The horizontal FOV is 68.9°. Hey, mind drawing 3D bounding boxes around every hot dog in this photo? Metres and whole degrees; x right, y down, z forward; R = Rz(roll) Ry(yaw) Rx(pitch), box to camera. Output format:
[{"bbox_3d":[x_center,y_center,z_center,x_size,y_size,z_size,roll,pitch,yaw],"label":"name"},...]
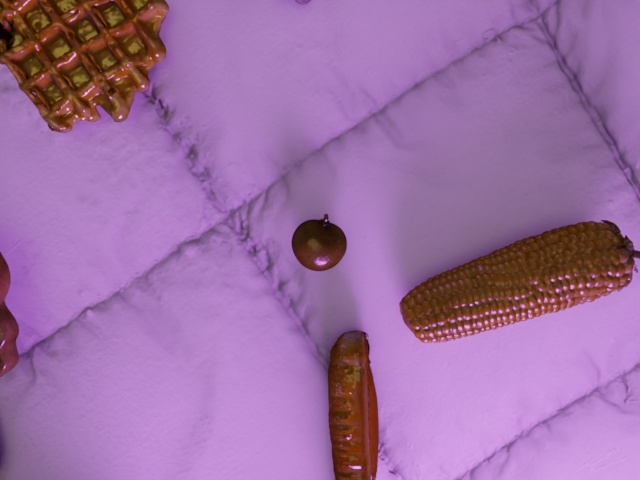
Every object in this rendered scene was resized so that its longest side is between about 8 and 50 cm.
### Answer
[{"bbox_3d":[0.043,0.270,0.651,0.068,0.083,0.289,1,96,18],"label":"hot dog"}]

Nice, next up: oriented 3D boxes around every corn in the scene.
[{"bbox_3d":[0.256,0.058,0.625,0.305,0.106,0.106,-19,96,5],"label":"corn"}]

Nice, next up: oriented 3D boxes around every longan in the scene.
[{"bbox_3d":[0.000,0.000,0.621,0.075,0.075,0.083,19,123,-3],"label":"longan"}]

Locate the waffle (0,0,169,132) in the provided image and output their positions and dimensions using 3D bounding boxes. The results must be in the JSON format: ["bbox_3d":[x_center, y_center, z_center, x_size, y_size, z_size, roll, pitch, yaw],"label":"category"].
[{"bbox_3d":[-0.331,-0.292,0.575,0.283,0.065,0.310,9,92,-14],"label":"waffle"}]

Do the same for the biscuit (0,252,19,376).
[{"bbox_3d":[-0.500,0.046,0.566,0.319,0.047,0.183,36,91,-9],"label":"biscuit"}]

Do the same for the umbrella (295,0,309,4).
[{"bbox_3d":[-0.053,-0.369,0.596,0.067,0.062,0.143,-35,95,-29],"label":"umbrella"}]
